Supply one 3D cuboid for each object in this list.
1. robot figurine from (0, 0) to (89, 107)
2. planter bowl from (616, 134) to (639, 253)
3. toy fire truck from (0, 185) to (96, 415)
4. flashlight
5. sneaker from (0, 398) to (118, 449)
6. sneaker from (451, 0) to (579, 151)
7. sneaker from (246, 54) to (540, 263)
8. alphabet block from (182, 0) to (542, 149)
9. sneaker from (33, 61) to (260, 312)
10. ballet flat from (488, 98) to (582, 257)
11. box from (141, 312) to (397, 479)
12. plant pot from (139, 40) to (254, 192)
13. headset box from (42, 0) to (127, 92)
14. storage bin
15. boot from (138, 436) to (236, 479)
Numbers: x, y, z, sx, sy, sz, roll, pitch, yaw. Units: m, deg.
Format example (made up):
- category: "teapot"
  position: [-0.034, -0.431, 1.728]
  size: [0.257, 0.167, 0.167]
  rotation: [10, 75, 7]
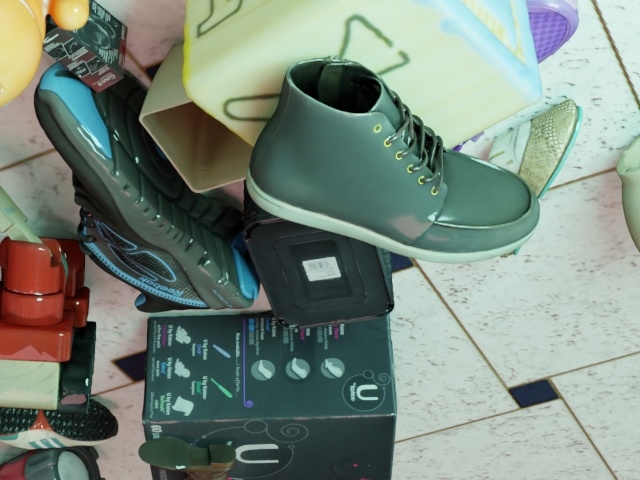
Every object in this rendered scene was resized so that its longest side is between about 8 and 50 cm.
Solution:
- category: "robot figurine"
  position: [-0.263, -0.180, 1.005]
  size: [0.158, 0.219, 0.128]
  rotation: [22, 135, -29]
- category: "planter bowl"
  position: [0.341, -0.053, 1.265]
  size: [0.162, 0.162, 0.109]
  rotation: [-32, 107, 32]
- category: "toy fire truck"
  position: [-0.291, 0.025, 1.325]
  size: [0.158, 0.217, 0.246]
  rotation: [4, 99, -8]
- category: "flashlight"
  position: [-0.414, 0.340, 1.750]
  size: [0.304, 0.103, 0.103]
  rotation: [-27, 138, 26]
- category: "sneaker"
  position: [-0.323, 0.221, 1.651]
  size: [0.161, 0.057, 0.075]
  rotation: [3, 158, -9]
- category: "sneaker"
  position: [0.123, -0.131, 1.181]
  size: [0.236, 0.104, 0.095]
  rotation: [-31, 132, 29]
- category: "sneaker"
  position: [0.066, -0.055, 0.981]
  size: [0.222, 0.083, 0.118]
  rotation: [9, 140, -12]
- category: "alphabet block"
  position: [0.029, -0.174, 1.050]
  size: [0.197, 0.193, 0.192]
  rotation: [-27, 134, 28]
- category: "sneaker"
  position: [-0.182, -0.029, 1.279]
  size: [0.140, 0.125, 0.341]
  rotation: [-12, 139, 20]
- category: "ballet flat"
  position: [0.184, -0.059, 1.306]
  size: [0.067, 0.073, 0.206]
  rotation: [17, 136, -1]
- category: "box"
  position: [-0.055, 0.181, 1.533]
  size: [0.270, 0.143, 0.165]
  rotation: [-2, 142, -1]
- category: "plant pot"
  position: [-0.082, -0.122, 1.186]
  size: [0.109, 0.096, 0.109]
  rotation: [-15, 140, 17]
- category: "headset box"
  position: [-0.196, -0.169, 1.149]
  size: [0.032, 0.062, 0.083]
  rotation: [-25, 137, 27]
- category: "storage bin"
  position: [0.000, 0.000, 1.355]
  size: [0.122, 0.084, 0.180]
  rotation: [-8, 142, 8]
- category: "boot"
  position: [-0.146, 0.254, 1.478]
  size: [0.106, 0.037, 0.114]
  rotation: [7, 144, -7]
